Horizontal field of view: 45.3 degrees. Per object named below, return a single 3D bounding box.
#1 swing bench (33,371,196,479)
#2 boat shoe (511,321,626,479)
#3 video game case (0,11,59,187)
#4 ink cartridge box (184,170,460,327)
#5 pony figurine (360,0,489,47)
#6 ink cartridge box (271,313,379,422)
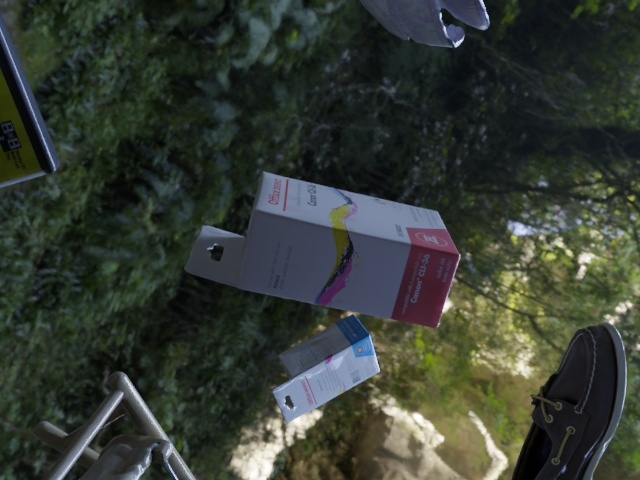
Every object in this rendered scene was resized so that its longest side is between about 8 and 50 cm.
[{"bbox_3d":[-0.193,0.306,0.673,0.165,0.254,0.253,-33,-164,34],"label":"swing bench"},{"bbox_3d":[0.351,0.264,1.106,0.116,0.097,0.324,-95,-169,-65],"label":"boat shoe"},{"bbox_3d":[-0.355,-0.142,0.538,0.035,0.249,0.274,-123,-164,-68],"label":"video game case"},{"bbox_3d":[0.000,0.000,0.616,0.115,0.198,0.067,-94,-163,-71],"label":"ink cartridge box"},{"bbox_3d":[0.061,-0.186,0.217,0.363,0.351,0.303,-45,-140,4],"label":"pony figurine"},{"bbox_3d":[0.000,0.212,1.268,0.181,0.104,0.061,-28,-137,-12],"label":"ink cartridge box"}]
